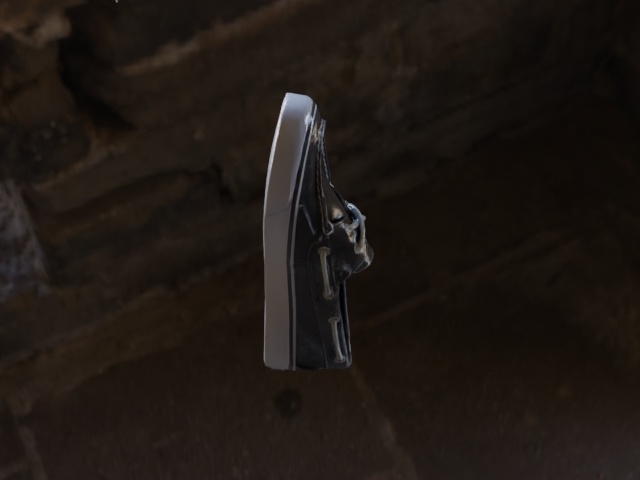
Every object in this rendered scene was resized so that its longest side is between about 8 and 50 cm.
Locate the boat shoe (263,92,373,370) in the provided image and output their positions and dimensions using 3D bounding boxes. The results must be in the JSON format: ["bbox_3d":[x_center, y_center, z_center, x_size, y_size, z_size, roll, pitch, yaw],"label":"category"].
[{"bbox_3d":[0.000,0.000,1.409,0.102,0.301,0.108,4,30,4],"label":"boat shoe"}]

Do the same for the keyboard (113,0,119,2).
[{"bbox_3d":[-0.177,-0.304,1.476,0.100,0.038,0.192,13,46,22],"label":"keyboard"}]
